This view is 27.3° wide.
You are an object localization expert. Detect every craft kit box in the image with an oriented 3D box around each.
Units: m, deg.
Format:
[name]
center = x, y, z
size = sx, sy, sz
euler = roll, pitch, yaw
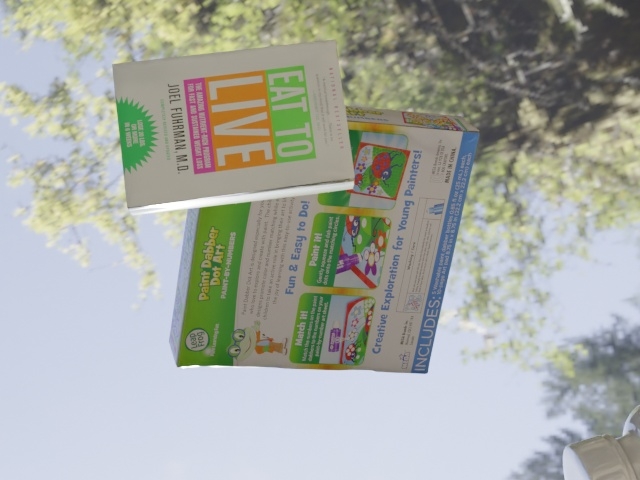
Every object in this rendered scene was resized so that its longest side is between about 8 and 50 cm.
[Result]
[craft kit box]
center = 0.000, 0.000, 1.200
size = 0.246, 0.061, 0.250
euler = 3, -68, -20

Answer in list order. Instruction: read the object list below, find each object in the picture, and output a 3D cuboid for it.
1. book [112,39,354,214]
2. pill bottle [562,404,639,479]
[book]
center = -0.056, -0.073, 0.844
size = 0.144, 0.035, 0.096
euler = -8, -99, -2
[pill bottle]
center = 0.256, 0.148, 0.856
size = 0.180, 0.108, 0.108
euler = -15, -92, -5
